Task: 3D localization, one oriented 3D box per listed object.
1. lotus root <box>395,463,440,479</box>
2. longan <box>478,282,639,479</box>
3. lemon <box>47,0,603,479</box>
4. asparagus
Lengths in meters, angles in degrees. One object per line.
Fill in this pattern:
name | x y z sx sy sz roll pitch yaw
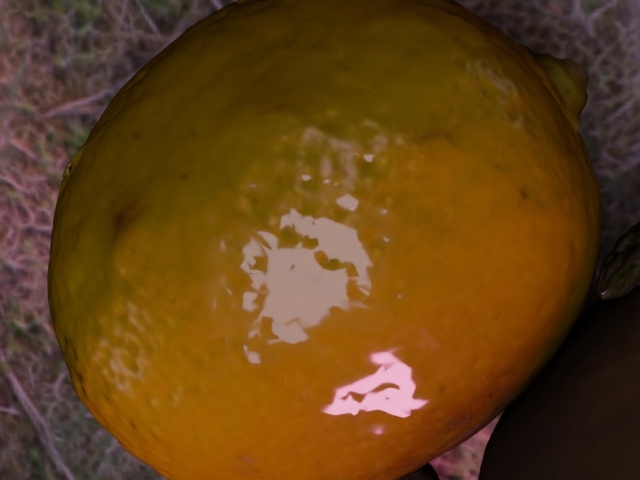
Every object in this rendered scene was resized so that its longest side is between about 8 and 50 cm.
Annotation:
lotus root | 0.008 0.137 0.794 0.179 0.089 0.080 37 70 4
longan | 0.222 0.151 0.653 0.297 0.297 0.297 4 108 11
lemon | -0.002 0.002 0.666 0.284 0.260 0.260 -31 99 38
asparagus | 0.211 -0.047 0.661 0.236 0.034 0.027 -42 98 -17
